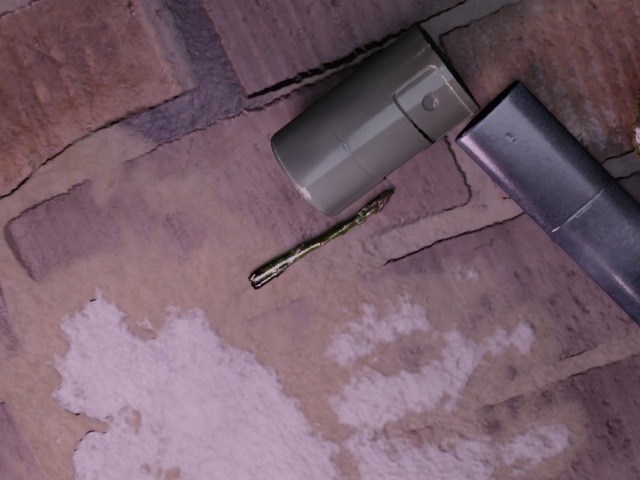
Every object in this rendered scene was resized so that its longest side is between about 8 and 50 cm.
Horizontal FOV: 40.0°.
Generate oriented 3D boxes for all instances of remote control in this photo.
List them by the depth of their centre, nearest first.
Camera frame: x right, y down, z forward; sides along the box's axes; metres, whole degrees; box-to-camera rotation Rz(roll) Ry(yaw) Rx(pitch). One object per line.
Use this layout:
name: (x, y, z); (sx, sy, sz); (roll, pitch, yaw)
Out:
remote control: (0.334, -0.031, 1.092); (0.377, 0.044, 0.107); (43, 104, -9)

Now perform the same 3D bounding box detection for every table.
table: (0.063, -0.140, 1.041); (0.220, 0.126, 0.126); (-37, 102, 16)

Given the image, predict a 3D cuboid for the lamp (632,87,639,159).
lamp: (0.463, -0.131, 0.951); (0.247, 0.247, 0.247); (2, 110, 6)

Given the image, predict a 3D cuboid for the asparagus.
asparagus: (0.000, 0.000, 1.153); (0.233, 0.023, 0.022); (-32, 148, 16)
